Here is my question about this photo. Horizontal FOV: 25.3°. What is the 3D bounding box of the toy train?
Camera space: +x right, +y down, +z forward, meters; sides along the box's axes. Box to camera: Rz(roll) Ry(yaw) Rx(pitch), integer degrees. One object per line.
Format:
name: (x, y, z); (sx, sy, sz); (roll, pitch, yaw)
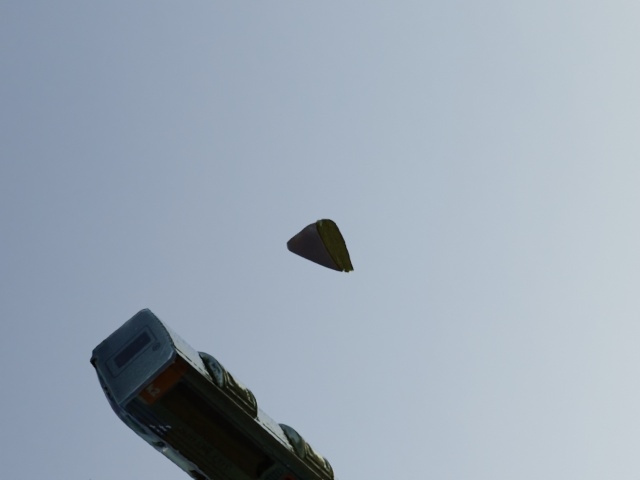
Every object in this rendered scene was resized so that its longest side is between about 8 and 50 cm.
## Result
toy train: (-0.053, 0.208, 1.325); (0.409, 0.089, 0.086); (46, -178, -40)

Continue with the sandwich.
sandwich: (0.000, 0.000, 1.377); (0.031, 0.083, 0.044); (-16, -63, -43)
